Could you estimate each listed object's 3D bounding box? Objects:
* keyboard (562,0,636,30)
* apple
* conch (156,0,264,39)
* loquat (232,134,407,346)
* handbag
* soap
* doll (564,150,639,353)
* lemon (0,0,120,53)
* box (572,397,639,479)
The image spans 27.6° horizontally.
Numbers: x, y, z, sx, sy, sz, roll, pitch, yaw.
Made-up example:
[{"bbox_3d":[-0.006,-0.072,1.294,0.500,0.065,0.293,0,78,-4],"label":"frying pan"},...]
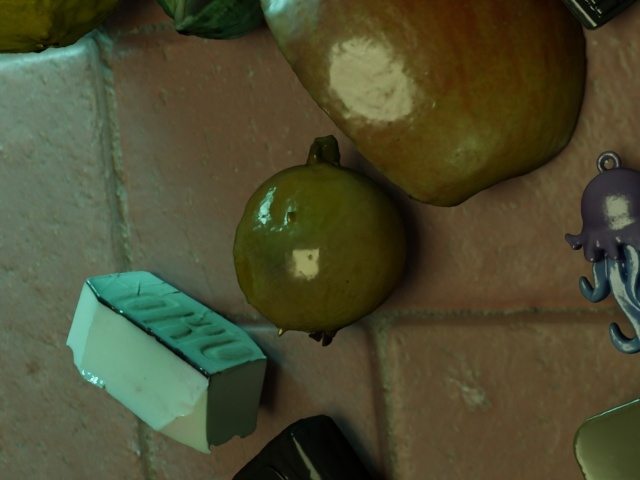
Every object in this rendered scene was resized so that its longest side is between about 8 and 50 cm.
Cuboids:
[{"bbox_3d":[0.200,-0.291,1.131,0.094,0.025,0.230,-37,77,-2],"label":"keyboard"},{"bbox_3d":[0.081,-0.199,1.192,0.346,0.254,0.179,55,162,16],"label":"apple"},{"bbox_3d":[-0.115,-0.281,1.311,0.176,0.122,0.188,111,138,-59],"label":"conch"},{"bbox_3d":[0.000,0.000,1.261,0.172,0.149,0.204,-1,84,39],"label":"loquat"},{"bbox_3d":[0.000,0.329,1.351,0.247,0.080,0.223,54,129,15],"label":"handbag"},{"bbox_3d":[-0.157,0.122,1.388,0.230,0.145,0.091,28,111,29],"label":"soap"},{"bbox_3d":[0.271,0.022,1.122,0.110,0.067,0.206,-14,86,25],"label":"doll"},{"bbox_3d":[-0.331,-0.347,1.385,0.268,0.268,0.322,-31,78,34],"label":"lemon"},{"bbox_3d":[0.321,0.219,1.097,0.144,0.090,0.201,-31,78,34],"label":"box"}]
